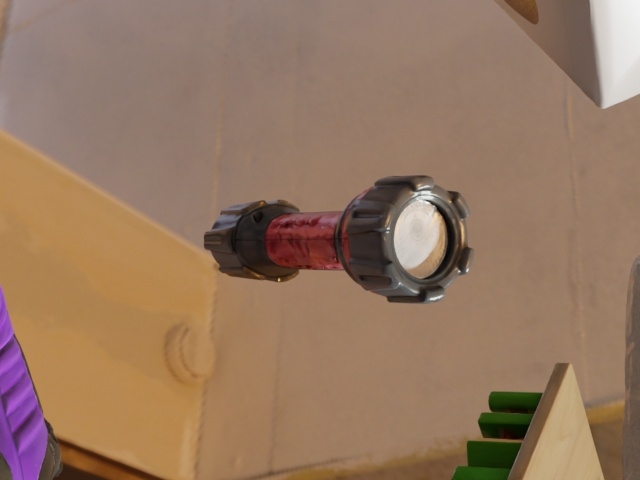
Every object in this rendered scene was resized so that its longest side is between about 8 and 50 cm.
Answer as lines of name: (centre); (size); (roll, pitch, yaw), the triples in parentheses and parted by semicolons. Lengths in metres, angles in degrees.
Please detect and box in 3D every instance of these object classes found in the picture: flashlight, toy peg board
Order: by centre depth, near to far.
flashlight: (0.000, 0.000, 1.039); (0.103, 0.103, 0.304); (-47, -155, -26)
toy peg board: (0.192, 0.224, 1.106); (0.079, 0.161, 0.161); (-2, -147, 31)

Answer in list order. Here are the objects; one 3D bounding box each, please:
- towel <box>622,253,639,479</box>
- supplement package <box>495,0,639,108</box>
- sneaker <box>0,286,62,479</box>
towel: (0.247, 0.127, 0.710); (0.187, 0.049, 0.282); (152, -56, -68)
supplement package: (0.125, -0.200, 0.574); (0.133, 0.139, 0.244); (-25, -137, -4)
sneaker: (-0.235, 0.102, 0.782); (0.102, 0.146, 0.293); (-23, -124, 11)
